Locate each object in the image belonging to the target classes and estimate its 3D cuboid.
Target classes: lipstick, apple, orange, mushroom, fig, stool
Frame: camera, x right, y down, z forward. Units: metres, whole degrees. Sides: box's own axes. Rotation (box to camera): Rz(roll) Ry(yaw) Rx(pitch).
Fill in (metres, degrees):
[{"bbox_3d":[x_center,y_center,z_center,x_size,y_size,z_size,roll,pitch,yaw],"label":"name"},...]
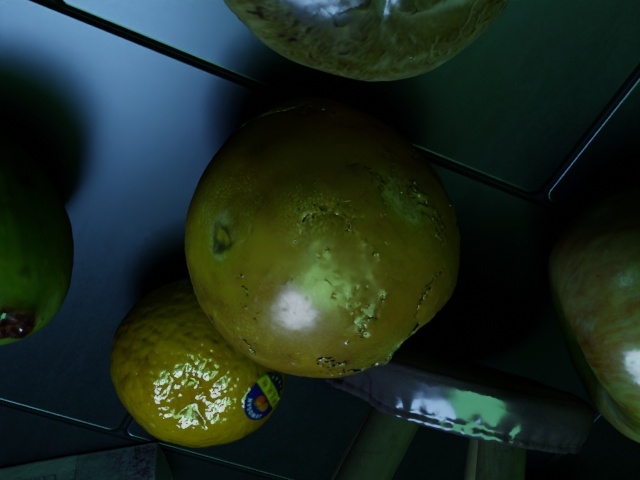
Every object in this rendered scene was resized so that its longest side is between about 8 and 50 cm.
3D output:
[{"bbox_3d":[-0.338,0.308,1.299,0.317,0.066,0.068,-11,130,5],"label":"lipstick"},{"bbox_3d":[0.350,0.064,1.023,0.264,0.264,0.264,-2,130,-2],"label":"apple"},{"bbox_3d":[0.000,0.000,0.952,0.240,0.240,0.240,-2,130,-2],"label":"orange"},{"bbox_3d":[-0.120,0.121,1.100,0.177,0.155,0.177,-6,126,-8],"label":"orange"},{"bbox_3d":[0.045,-0.242,0.811,0.278,0.146,0.278,-6,127,-8],"label":"mushroom"},{"bbox_3d":[-0.314,0.009,0.953,0.203,0.225,0.203,-18,132,-21],"label":"fig"},{"bbox_3d":[0.119,0.202,1.084,0.272,0.272,0.178,17,89,-17],"label":"stool"}]
